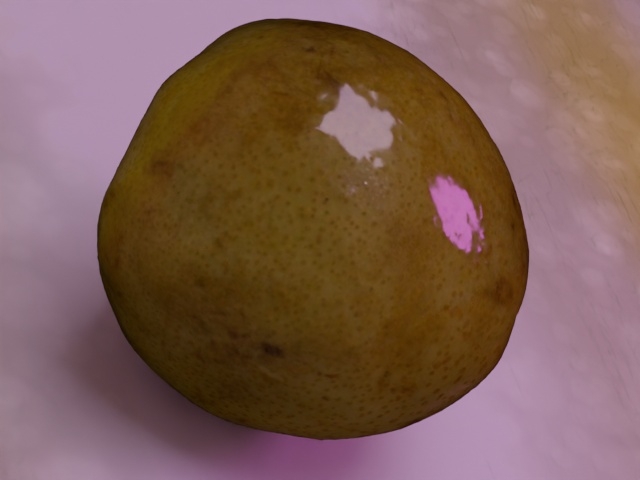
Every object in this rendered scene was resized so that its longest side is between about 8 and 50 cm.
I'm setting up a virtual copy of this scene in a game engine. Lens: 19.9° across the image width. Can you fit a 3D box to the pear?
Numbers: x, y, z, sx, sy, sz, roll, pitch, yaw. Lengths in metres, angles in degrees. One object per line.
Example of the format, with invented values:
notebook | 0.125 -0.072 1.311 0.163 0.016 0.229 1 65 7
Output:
pear | 0.000 0.000 1.283 0.304 0.304 0.304 20 38 -17
